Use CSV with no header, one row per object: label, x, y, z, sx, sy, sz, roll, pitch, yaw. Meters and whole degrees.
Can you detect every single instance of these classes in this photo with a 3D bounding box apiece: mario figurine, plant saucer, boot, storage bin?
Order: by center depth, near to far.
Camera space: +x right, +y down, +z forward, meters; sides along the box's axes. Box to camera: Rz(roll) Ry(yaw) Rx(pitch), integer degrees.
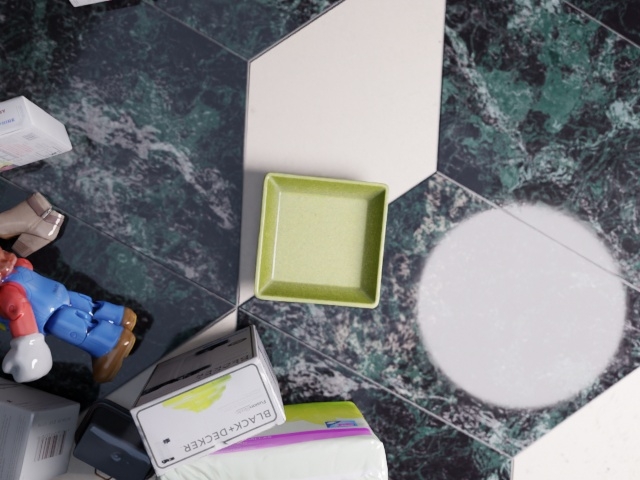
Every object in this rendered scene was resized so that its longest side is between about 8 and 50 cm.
mario figurine,-0.425,0.096,1.071,0.320,0.198,0.170,32,67,-20
storage bin,-0.298,0.307,1.141,0.135,0.091,0.098,31,89,-5
boot,-0.439,-0.036,1.145,0.118,0.042,0.087,39,82,-7
plant saucer,0.000,0.000,1.182,0.188,0.045,0.189,5,91,-6

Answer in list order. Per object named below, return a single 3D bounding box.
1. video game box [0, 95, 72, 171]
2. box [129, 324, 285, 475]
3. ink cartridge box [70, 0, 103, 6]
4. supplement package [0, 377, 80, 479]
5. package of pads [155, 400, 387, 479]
video game box,-0.453,-0.128,1.055,0.187,0.205,0.048,-21,90,-5
box,-0.144,0.200,1.052,0.169,0.290,0.087,-22,94,-4
ink cartridge box,-0.311,-0.399,1.136,0.122,0.052,0.089,-13,93,-6
supplement package,-0.444,0.258,1.086,0.179,0.105,0.105,12,91,19
package of pads,-0.072,0.303,1.093,0.296,0.229,0.101,-4,92,-6
